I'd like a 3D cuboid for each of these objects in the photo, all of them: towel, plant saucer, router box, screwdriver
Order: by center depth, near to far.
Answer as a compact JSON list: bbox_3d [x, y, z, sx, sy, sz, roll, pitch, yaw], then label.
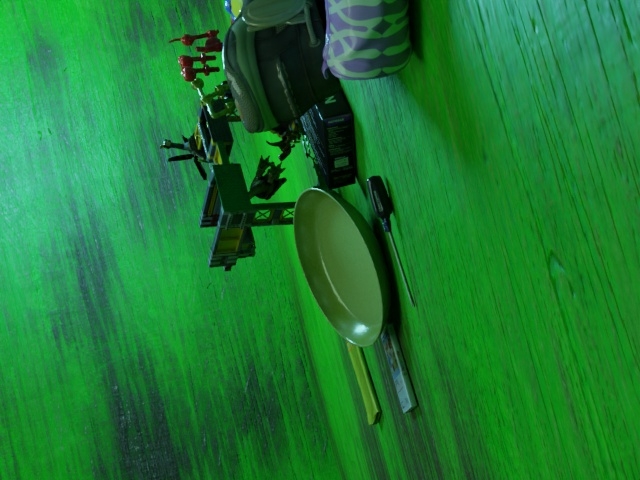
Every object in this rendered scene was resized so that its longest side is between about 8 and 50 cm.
[{"bbox_3d":[0.086,0.003,1.136,0.024,0.025,0.170,-172,68,-83],"label":"screwdriver"},{"bbox_3d":[0.036,0.034,1.332,0.241,0.037,0.241,47,148,41],"label":"plant saucer"},{"bbox_3d":[0.004,-0.181,1.335,0.133,0.046,0.179,84,169,-48],"label":"router box"},{"bbox_3d":[0.069,0.227,1.759,0.102,0.021,0.237,88,166,-65],"label":"towel"}]

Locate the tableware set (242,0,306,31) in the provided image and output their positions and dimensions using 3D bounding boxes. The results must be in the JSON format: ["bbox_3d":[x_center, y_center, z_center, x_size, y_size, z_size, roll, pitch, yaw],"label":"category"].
[{"bbox_3d":[-0.018,-0.262,0.941,0.169,0.141,0.020,-110,1,-50],"label":"tableware set"}]

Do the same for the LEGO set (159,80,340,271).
[{"bbox_3d":[-0.112,-0.094,1.609,0.331,0.254,0.192,64,152,27],"label":"LEGO set"}]

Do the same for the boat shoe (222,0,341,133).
[{"bbox_3d":[-0.017,-0.251,1.042,0.132,0.130,0.355,69,-162,-45],"label":"boat shoe"}]

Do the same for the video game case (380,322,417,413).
[{"bbox_3d":[0.113,0.187,1.348,0.087,0.011,0.122,97,158,-73],"label":"video game case"}]

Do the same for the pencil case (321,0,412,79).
[{"bbox_3d":[0.032,-0.241,0.806,0.086,0.088,0.206,-110,8,-54],"label":"pencil case"}]

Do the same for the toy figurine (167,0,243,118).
[{"bbox_3d":[-0.141,-0.380,1.565,0.363,0.191,0.217,-118,27,-53],"label":"toy figurine"}]
